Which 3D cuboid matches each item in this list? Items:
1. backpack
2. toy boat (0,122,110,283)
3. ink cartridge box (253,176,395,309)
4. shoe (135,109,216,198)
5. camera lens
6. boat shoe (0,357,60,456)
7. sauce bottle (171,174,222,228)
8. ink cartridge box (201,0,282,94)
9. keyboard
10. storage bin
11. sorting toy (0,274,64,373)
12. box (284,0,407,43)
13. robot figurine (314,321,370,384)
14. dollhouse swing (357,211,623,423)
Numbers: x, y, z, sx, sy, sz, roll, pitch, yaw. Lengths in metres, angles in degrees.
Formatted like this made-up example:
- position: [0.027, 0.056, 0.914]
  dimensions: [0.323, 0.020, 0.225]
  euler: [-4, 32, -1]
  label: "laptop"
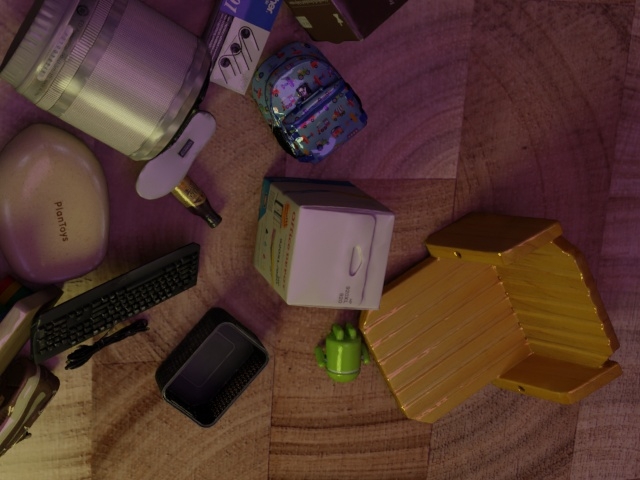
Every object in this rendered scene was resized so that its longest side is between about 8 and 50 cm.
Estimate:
- position: [-0.023, -0.238, 1.751]
  dimensions: [0.158, 0.117, 0.173]
  euler: [-35, 119, -5]
  label: "backpack"
- position: [-0.497, -0.054, 1.658]
  dimensions: [0.318, 0.148, 0.268]
  euler: [-9, 113, -23]
  label: "toy boat"
- position: [0.000, 0.000, 1.771]
  dimensions: [0.168, 0.232, 0.171]
  euler: [3, 104, -19]
  label: "ink cartridge box"
- position: [-0.245, -0.146, 1.731]
  dimensions: [0.063, 0.081, 0.178]
  euler: [40, 87, -23]
  label: "shoe"
- position: [-0.321, -0.268, 1.597]
  dimensions: [0.274, 0.219, 0.219]
  euler: [29, 95, -23]
  label: "camera lens"
- position: [-0.534, 0.325, 1.771]
  dimensions: [0.095, 0.095, 0.257]
  euler: [33, 98, -43]
  label: "boat shoe"
- position: [-0.219, -0.073, 1.784]
  dimensions: [0.042, 0.042, 0.128]
  euler: [-45, 115, -2]
  label: "sauce bottle"
- position: [-0.135, -0.356, 1.727]
  dimensions: [0.097, 0.046, 0.207]
  euler: [20, 98, -23]
  label: "ink cartridge box"
- position: [-0.338, 0.125, 1.738]
  dimensions: [0.317, 0.033, 0.201]
  euler: [-26, 152, -32]
  label: "keyboard"
- position: [-0.194, 0.225, 1.854]
  dimensions: [0.122, 0.084, 0.180]
  euler: [41, 89, -23]
  label: "storage bin"
- position: [-0.541, 0.171, 1.647]
  dimensions: [0.089, 0.255, 0.257]
  euler: [37, 92, -4]
  label: "sorting toy"
- position: [0.123, -0.487, 1.674]
  dimensions: [0.381, 0.191, 0.143]
  euler: [-45, 114, -11]
  label: "box"
- position: [0.043, 0.212, 1.936]
  dimensions: [0.101, 0.067, 0.115]
  euler: [-4, 107, -16]
  label: "robot figurine"
- position: [0.304, 0.177, 1.904]
  dimensions: [0.305, 0.315, 0.347]
  euler: [-38, 115, -26]
  label: "dollhouse swing"
